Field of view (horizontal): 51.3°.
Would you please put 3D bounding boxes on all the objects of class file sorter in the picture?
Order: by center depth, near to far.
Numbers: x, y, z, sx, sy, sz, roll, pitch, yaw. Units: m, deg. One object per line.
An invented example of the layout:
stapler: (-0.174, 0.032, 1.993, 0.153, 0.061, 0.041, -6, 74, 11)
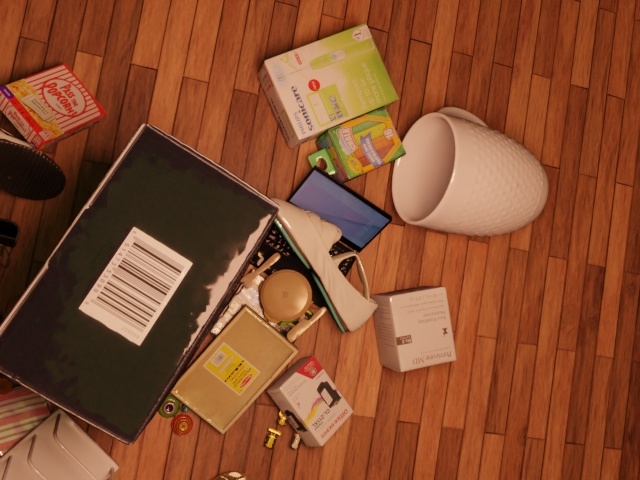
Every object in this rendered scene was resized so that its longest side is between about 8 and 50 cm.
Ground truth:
file sorter: (-0.588, 0.530, 1.381, 0.277, 0.173, 0.193, -41, 105, -12)

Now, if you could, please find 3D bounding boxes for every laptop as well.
laptop: (0.000, 0.000, 1.613, 0.234, 0.136, 0.264, 33, 79, -10)

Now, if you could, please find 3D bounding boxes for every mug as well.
mug: (0.382, -0.186, 1.685, 0.327, 0.276, 0.374, 10, 54, -24)

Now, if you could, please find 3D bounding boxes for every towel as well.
towel: (-0.655, 0.421, 1.461, 0.144, 0.029, 0.197, -16, 91, -15)

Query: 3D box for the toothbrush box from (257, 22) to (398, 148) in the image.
toothbrush box: (0.017, -0.380, 1.652, 0.283, 0.122, 0.206, -24, 92, -14)

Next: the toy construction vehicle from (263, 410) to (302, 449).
toy construction vehicle: (-0.083, 0.463, 1.617, 0.085, 0.035, 0.098, 21, 80, -3)

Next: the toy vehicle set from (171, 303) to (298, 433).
toy vehicle set: (-0.201, 0.300, 1.556, 0.166, 0.035, 0.267, 42, 92, -9)

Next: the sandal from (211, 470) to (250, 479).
sandal: (-0.247, 0.592, 1.556, 0.180, 0.049, 0.072, -30, 89, -1)

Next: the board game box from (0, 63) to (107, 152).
board game box: (-0.591, -0.294, 1.466, 0.147, 0.045, 0.193, 51, 40, -7)

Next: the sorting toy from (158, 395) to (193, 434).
sorting toy: (-0.331, 0.404, 1.544, 0.061, 0.042, 0.102, -40, 97, -14)

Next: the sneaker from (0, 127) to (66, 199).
sneaker: (-0.711, -0.204, 1.445, 0.330, 0.146, 0.122, 29, 107, -35)

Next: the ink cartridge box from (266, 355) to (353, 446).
ink cartridge box: (-0.022, 0.385, 1.597, 0.127, 0.072, 0.175, -40, 97, -35)

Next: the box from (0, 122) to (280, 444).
box: (-0.340, 0.093, 1.329, 0.297, 0.472, 0.480, 32, 79, -5)

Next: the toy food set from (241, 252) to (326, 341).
toy food set: (-0.085, 0.133, 1.582, 0.132, 0.038, 0.192, -39, 80, -4)

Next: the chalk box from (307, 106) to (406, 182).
chalk box: (0.077, -0.221, 1.651, 0.213, 0.132, 0.133, -26, 93, -16)

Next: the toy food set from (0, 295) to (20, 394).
toy food set: (-0.673, 0.207, 1.454, 0.111, 0.104, 0.232, 21, 99, -26)

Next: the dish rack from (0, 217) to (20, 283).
dish rack: (-0.771, 0.070, 1.397, 0.208, 0.074, 0.272, 14, 63, -12)

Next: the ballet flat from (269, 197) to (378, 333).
ballet flat: (0.014, 0.039, 1.560, 0.139, 0.139, 0.400, -38, 114, -15)

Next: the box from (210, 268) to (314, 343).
box: (-0.143, 0.196, 1.610, 0.190, 0.045, 0.184, 36, 76, -9)

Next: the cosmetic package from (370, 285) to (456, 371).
cosmetic package: (0.227, 0.214, 1.653, 0.151, 0.151, 0.184, -9, 89, -15)
